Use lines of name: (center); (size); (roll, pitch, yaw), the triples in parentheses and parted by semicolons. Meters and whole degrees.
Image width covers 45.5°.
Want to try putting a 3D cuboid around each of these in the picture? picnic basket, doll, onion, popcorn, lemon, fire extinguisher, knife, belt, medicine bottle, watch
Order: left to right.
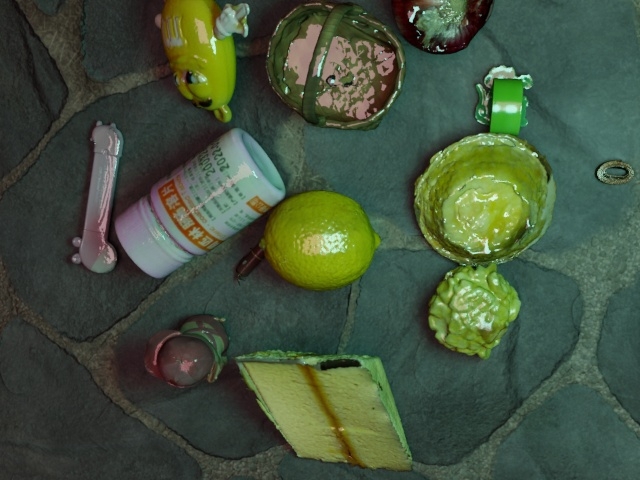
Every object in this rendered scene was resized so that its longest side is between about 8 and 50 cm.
knife: (-0.576, -0.112, 2.011); (0.132, 0.038, 0.399); (10, 97, 6)
doll: (-0.326, 0.284, 1.907); (0.196, 0.256, 0.152); (-6, 101, 10)
doll: (-0.296, -0.529, 1.815); (0.423, 0.161, 0.348); (55, 144, 12)
medicine bottle: (-0.296, -0.088, 1.876); (0.388, 0.219, 0.219); (-32, 91, 11)
fire extinguisher: (-0.179, 0.052, 1.965); (0.132, 0.039, 0.056); (-48, 55, 12)
lemon: (-0.001, -0.001, 1.827); (0.267, 0.267, 0.267); (1, 97, 9)
picnic basket: (0.026, -0.402, 1.739); (0.337, 0.337, 0.293); (19, 100, 6)
onion: (0.271, -0.571, 1.751); (0.272, 0.195, 0.272); (-16, 122, -27)
popcorn: (0.370, 0.165, 1.819); (0.217, 0.181, 0.235); (41, 106, 1)
watch: (0.422, -0.326, 1.767); (0.131, 0.152, 0.165); (6, 99, 11)
belt: (0.695, -0.161, 1.800); (0.083, 0.036, 0.059); (3, 96, 7)

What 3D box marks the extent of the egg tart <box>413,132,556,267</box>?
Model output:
egg tart: (0.384, -0.081, 1.777); (0.345, 0.132, 0.345); (3, 112, 8)

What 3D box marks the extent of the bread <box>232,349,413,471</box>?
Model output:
bread: (0.017, 0.437, 1.894); (0.345, 0.242, 0.405); (-11, 91, 13)
